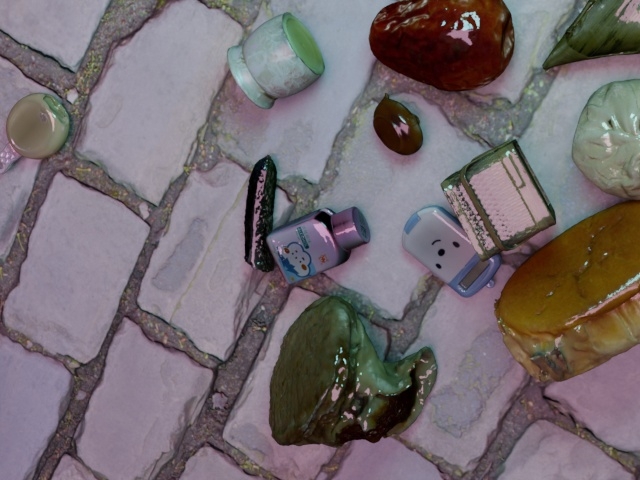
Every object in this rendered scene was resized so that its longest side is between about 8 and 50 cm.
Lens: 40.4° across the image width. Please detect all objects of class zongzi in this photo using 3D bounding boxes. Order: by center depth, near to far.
[{"bbox_3d":[0.553,-0.336,1.481,0.251,0.125,0.274,41,114,13],"label":"zongzi"}]

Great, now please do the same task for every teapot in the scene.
[{"bbox_3d":[0.153,-0.225,1.668,0.129,0.078,0.098,52,153,15],"label":"teapot"}]

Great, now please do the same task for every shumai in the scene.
[{"bbox_3d":[0.070,0.306,1.769,0.289,0.292,0.330,16,124,-26],"label":"shumai"}]

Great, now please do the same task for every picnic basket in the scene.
[{"bbox_3d":[0.317,-0.077,1.545,0.139,0.267,0.165,-29,90,16],"label":"picnic basket"}]

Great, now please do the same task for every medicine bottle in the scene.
[{"bbox_3d":[-0.086,-0.344,1.675,0.143,0.147,0.147,-27,93,25],"label":"medicine bottle"},{"bbox_3d":[0.000,0.000,1.753,0.188,0.094,0.119,-22,97,22],"label":"medicine bottle"}]

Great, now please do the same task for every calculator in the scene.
[{"bbox_3d":[0.256,0.022,1.696,0.210,0.039,0.121,40,124,5],"label":"calculator"}]

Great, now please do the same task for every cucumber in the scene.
[{"bbox_3d":[-0.125,-0.057,1.802,0.067,0.067,0.245,6,102,17],"label":"cucumber"}]

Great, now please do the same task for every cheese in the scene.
[{"bbox_3d":[-0.654,-0.227,1.933,0.227,0.064,0.137,-38,88,23],"label":"cheese"}]

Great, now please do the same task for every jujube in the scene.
[{"bbox_3d":[0.217,-0.364,1.562,0.255,0.190,0.190,15,107,31],"label":"jujube"}]

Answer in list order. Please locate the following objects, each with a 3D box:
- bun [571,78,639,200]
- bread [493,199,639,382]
[{"bbox_3d":[0.547,-0.179,1.487,0.231,0.133,0.231,-3,79,13],"label":"bun"},{"bbox_3d":[0.493,0.081,1.550,0.389,0.236,0.183,-34,111,8],"label":"bread"}]
